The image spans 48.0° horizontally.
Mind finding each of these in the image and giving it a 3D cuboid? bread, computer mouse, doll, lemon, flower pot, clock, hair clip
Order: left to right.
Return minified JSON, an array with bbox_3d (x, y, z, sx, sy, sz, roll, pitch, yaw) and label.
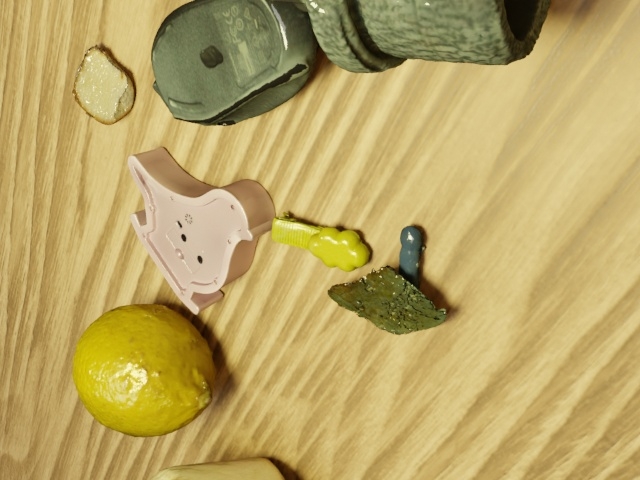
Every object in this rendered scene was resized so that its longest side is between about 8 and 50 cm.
[{"bbox_3d":[-0.402,-0.287,1.348,0.129,0.044,0.126,44,122,19],"label":"bread"},{"bbox_3d":[-0.337,0.252,1.391,0.310,0.253,0.254,18,119,31],"label":"lemon"},{"bbox_3d":[-0.227,-0.054,1.284,0.290,0.080,0.275,52,131,7],"label":"clock"},{"bbox_3d":[-0.123,-0.284,1.083,0.373,0.114,0.203,-4,109,47],"label":"computer mouse"},{"bbox_3d":[0.000,0.000,1.152,0.173,0.046,0.072,23,125,27],"label":"hair clip"},{"bbox_3d":[0.092,-0.338,0.780,0.282,0.299,0.299,10,114,31],"label":"flower pot"},{"bbox_3d":[0.134,0.035,1.076,0.037,0.027,0.125,18,122,32],"label":"doll"}]

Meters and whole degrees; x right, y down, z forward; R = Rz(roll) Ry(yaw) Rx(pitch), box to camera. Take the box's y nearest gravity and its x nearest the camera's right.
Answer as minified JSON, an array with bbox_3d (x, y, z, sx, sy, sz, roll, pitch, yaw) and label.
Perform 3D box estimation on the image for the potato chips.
[{"bbox_3d":[0.101,0.092,1.104,0.209,0.026,0.142,19,135,28],"label":"potato chips"}]

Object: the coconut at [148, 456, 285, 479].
[{"bbox_3d":[-0.179,0.602,1.347,0.415,0.415,0.345,29,114,25],"label":"coconut"}]
